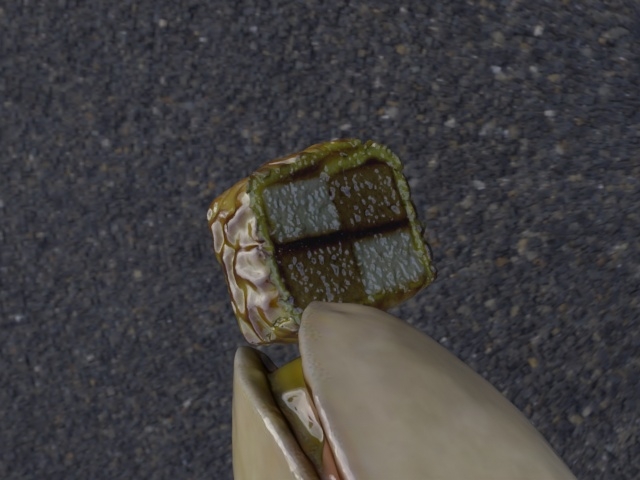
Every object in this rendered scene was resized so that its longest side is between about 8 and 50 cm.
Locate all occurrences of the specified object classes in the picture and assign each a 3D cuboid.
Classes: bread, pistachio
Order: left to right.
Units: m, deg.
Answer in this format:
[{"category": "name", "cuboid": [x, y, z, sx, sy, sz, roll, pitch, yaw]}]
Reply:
[{"category": "bread", "cuboid": [0.000, 0.000, 0.987, 0.096, 0.222, 0.181, -28, 82, 50]}, {"category": "pistachio", "cuboid": [0.051, 0.171, 0.577, 0.193, 0.214, 0.318, -39, 63, 4]}]
